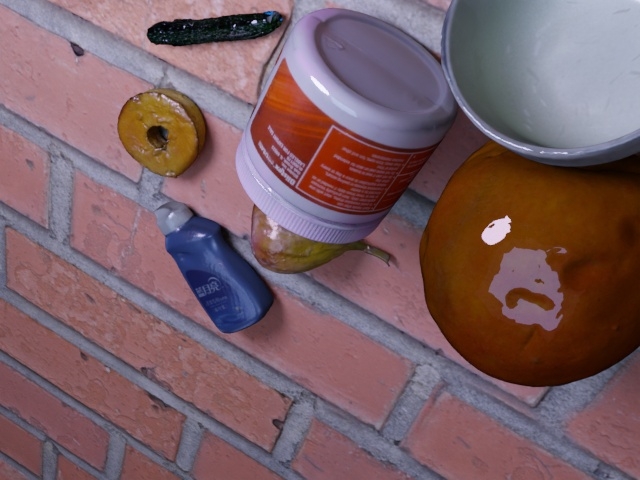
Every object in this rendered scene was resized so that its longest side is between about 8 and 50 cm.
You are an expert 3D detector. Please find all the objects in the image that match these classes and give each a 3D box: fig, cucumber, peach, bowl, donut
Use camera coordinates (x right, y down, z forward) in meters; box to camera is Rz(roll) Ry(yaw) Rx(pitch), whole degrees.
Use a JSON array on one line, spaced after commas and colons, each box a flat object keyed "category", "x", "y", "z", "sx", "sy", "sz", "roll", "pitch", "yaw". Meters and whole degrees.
[{"category": "fig", "x": 0.000, "y": 0.000, "z": 1.248, "sx": 0.257, "sy": 0.159, "sz": 0.159, "roll": 17, "pitch": 130, "yaw": -2}, {"category": "cucumber", "x": -0.173, "y": -0.342, "z": 1.165, "sx": 0.256, "sy": 0.043, "sz": 0.044, "roll": 3, "pitch": 127, "yaw": 28}, {"category": "peach", "x": 0.291, "y": 0.025, "z": 0.940, "sx": 0.342, "sy": 0.343, "sz": 0.302, "roll": 14, "pitch": 117, "yaw": 22}, {"category": "bowl", "x": 0.311, "y": -0.225, "z": 0.815, "sx": 0.307, "sy": 0.163, "sz": 0.307, "roll": -8, "pitch": 76, "yaw": 34}, {"category": "donut", "x": -0.283, "y": -0.203, "z": 1.311, "sx": 0.178, "sy": 0.065, "sz": 0.162, "roll": -28, "pitch": 109, "yaw": 39}]

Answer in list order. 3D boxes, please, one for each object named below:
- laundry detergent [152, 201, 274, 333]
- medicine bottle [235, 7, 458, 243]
[{"category": "laundry detergent", "x": -0.223, "y": 0.045, "z": 1.420, "sx": 0.143, "sy": 0.094, "sz": 0.290, "roll": -25, "pitch": 106, "yaw": 43}, {"category": "medicine bottle", "x": 0.033, "y": -0.162, "z": 1.024, "sx": 0.252, "sy": 0.252, "sz": 0.241, "roll": 37, "pitch": 131, "yaw": 4}]
